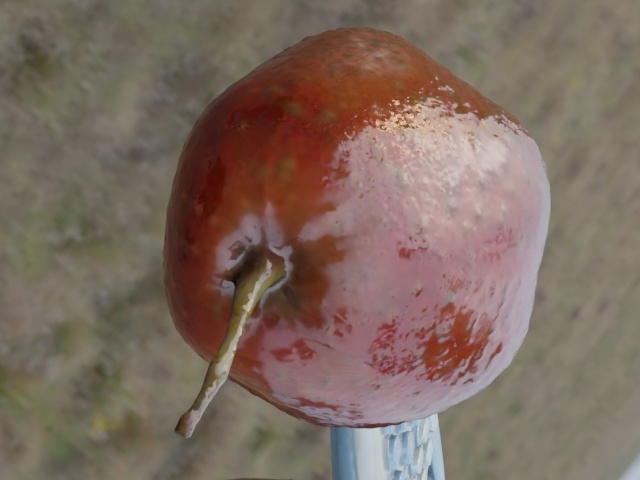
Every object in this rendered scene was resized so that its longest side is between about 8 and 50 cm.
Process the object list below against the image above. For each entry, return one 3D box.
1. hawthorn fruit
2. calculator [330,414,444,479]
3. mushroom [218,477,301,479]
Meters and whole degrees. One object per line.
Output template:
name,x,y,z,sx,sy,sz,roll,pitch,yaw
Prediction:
hawthorn fruit,0.000,0.000,0.737,0.162,0.162,0.203,-56,162,17
calculator,0.044,0.150,1.169,0.188,0.042,0.303,-74,161,-56
mushroom,-0.066,0.294,1.600,0.231,0.194,0.138,-12,162,2
